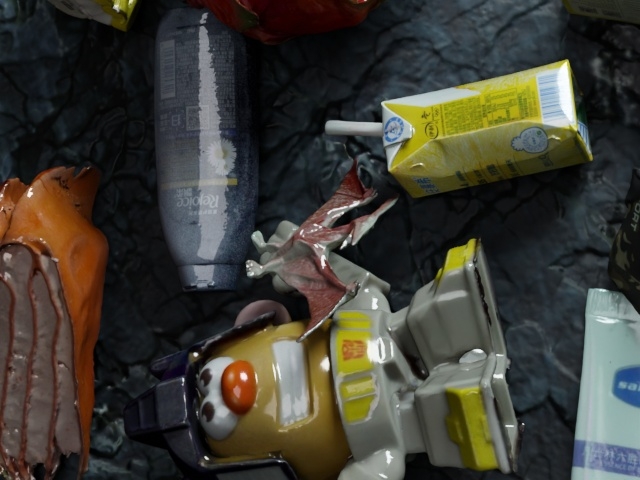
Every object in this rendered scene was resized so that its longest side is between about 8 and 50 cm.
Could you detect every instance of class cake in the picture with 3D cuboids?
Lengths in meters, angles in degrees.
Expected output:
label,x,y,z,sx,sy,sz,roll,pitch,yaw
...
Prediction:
label,x,y,z,sx,sy,sz,roll,pitch,yaw
cake,-0.237,0.080,1.110,0.098,0.135,0.287,4,96,5

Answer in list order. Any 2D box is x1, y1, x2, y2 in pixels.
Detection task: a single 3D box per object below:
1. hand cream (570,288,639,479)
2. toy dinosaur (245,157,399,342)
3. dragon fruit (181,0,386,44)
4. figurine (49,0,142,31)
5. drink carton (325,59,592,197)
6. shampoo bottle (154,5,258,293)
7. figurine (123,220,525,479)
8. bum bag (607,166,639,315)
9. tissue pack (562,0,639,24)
label,x,y,z,sx,sy,sz,roll,pitch,yaw
hand cream,0.228,0.198,0.973,0.109,0.067,0.321,6,80,21
toy dinosaur,0.000,0.001,1.000,0.108,0.032,0.220,-14,37,22
dragon fruit,-0.005,-0.255,1.015,0.274,0.192,0.193,-20,101,8
figurine,-0.169,-0.267,1.127,0.178,0.109,0.129,-53,50,4
drink carton,0.099,-0.078,1.017,0.200,0.084,0.074,-12,71,19
shampoo bottle,-0.093,-0.074,1.099,0.087,0.049,0.234,-4,84,17
figurine,0.005,0.119,0.997,0.308,0.143,0.308,-19,35,14
bum bag,0.264,-0.043,0.939,0.102,0.069,0.248,19,108,23
tissue pack,0.263,-0.190,0.963,0.176,0.095,0.062,12,88,20
